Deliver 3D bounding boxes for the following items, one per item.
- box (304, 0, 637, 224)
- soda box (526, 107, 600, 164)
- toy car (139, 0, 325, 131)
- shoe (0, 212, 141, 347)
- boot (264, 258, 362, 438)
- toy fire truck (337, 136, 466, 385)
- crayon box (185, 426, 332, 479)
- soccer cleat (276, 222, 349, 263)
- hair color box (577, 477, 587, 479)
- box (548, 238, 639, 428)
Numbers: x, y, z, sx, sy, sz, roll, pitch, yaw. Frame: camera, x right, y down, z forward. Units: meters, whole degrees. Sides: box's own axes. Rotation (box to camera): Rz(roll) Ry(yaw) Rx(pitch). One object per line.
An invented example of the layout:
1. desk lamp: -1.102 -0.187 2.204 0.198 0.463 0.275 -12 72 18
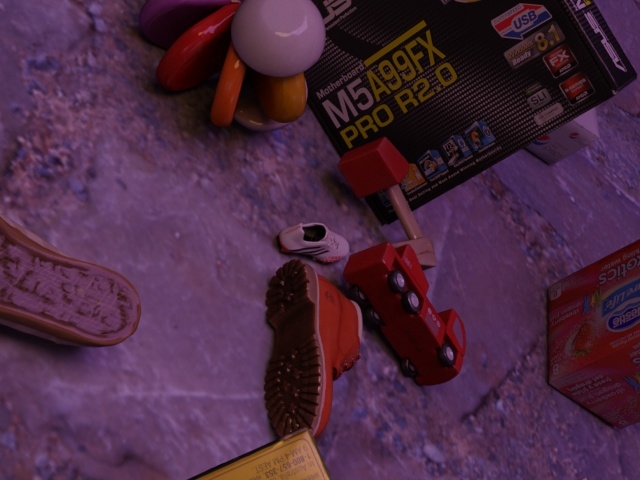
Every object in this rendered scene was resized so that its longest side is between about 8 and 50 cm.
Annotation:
1. box: 0.110 -0.166 1.124 0.216 0.270 0.060 59 36 -2
2. soda box: 0.268 -0.201 1.485 0.069 0.074 0.216 27 48 -35
3. toy car: -0.079 -0.177 1.046 0.136 0.159 0.182 -11 71 -13
4. shoe: -0.221 0.015 0.815 0.219 0.058 0.076 31 66 -26
5. boot: 0.003 0.097 1.006 0.084 0.059 0.158 34 43 -36
6. toy fire truck: 0.074 0.019 1.123 0.192 0.047 0.135 55 34 -23
7. crayon box: -0.039 0.296 0.731 0.202 0.081 0.318 -21 81 -19
8. soccer cleat: 0.000 0.000 1.081 0.083 0.035 0.029 11 58 -44
9. hair color box: 0.204 0.267 1.127 0.141 0.043 0.072 -12 74 -52
10. box: 0.359 0.072 1.256 0.122 0.257 0.128 34 44 -27
